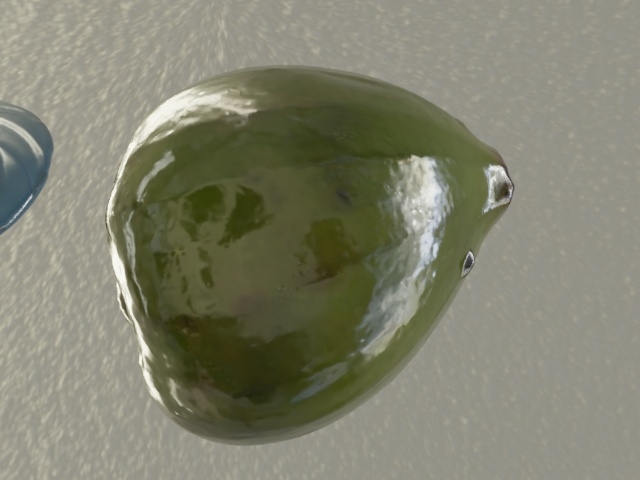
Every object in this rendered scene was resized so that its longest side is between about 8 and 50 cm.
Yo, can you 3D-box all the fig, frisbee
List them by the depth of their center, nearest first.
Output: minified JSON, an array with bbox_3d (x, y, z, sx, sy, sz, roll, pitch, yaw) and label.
[{"bbox_3d":[0.000,0.000,0.639,0.225,0.203,0.202,-13,-77,-3],"label":"fig"},{"bbox_3d":[-0.388,-0.056,1.085,0.290,0.289,0.049,-17,-51,-1],"label":"frisbee"}]
